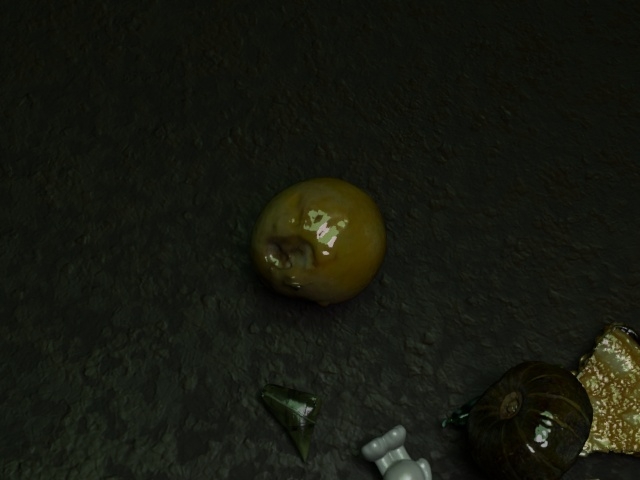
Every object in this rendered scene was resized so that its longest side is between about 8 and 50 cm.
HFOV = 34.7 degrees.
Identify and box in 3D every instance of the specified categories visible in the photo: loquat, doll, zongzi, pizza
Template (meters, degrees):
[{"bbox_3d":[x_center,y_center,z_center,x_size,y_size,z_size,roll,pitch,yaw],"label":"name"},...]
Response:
[{"bbox_3d":[0.000,0.000,1.762,0.243,0.244,0.244,2,66,-5],"label":"loquat"},{"bbox_3d":[0.189,0.421,1.627,0.208,0.144,0.272,-14,72,-1],"label":"doll"},{"bbox_3d":[-0.060,0.304,1.712,0.104,0.052,0.113,13,78,9],"label":"zongzi"},{"bbox_3d":[0.511,0.311,1.745,0.251,0.074,0.288,42,76,11],"label":"pizza"}]

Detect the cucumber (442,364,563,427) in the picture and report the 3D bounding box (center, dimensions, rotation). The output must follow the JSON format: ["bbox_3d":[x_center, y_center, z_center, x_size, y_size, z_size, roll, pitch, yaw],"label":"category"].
[{"bbox_3d":[0.317,0.276,1.754,0.250,0.056,0.056,-21,69,-15],"label":"cucumber"}]

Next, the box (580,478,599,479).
[{"bbox_3d":[0.398,0.536,1.567,0.083,0.193,0.302,-5,67,-9],"label":"box"}]

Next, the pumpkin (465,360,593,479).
[{"bbox_3d":[0.338,0.298,1.624,0.162,0.219,0.219,38,65,-17],"label":"pumpkin"}]
